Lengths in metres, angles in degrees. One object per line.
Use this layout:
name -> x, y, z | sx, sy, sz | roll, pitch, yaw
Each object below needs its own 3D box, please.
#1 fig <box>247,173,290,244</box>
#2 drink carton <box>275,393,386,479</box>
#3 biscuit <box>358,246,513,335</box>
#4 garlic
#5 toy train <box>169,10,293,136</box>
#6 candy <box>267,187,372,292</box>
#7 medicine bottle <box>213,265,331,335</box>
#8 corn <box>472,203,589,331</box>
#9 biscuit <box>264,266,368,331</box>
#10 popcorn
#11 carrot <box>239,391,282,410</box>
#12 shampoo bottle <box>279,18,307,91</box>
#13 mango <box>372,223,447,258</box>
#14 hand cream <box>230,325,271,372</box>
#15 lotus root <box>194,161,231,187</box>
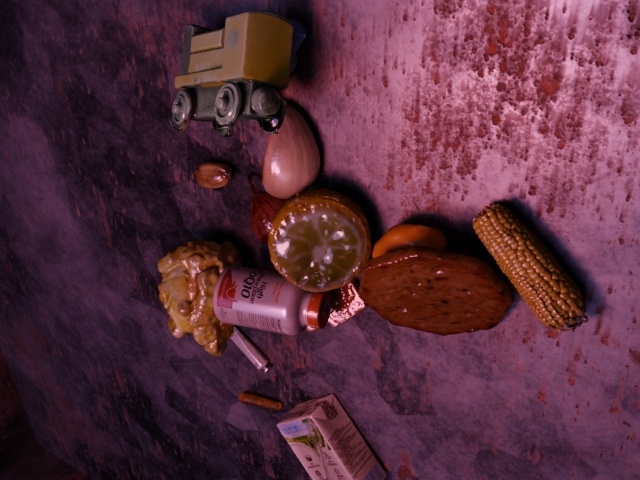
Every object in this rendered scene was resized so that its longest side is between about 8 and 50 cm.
fig -> -0.141, -0.095, 1.743 | 0.146, 0.133, 0.201 | -32, 88, 36
drink carton -> 0.037, 0.656, 2.091 | 0.194, 0.132, 0.325 | -28, 97, 45
biscuit -> 0.257, 0.121, 1.530 | 0.359, 0.046, 0.359 | 12, 147, 8
garlic -> -0.083, -0.208, 1.631 | 0.164, 0.145, 0.245 | -130, 36, -49
toy train -> -0.206, -0.364, 1.504 | 0.397, 0.160, 0.253 | 11, 97, 52
candy -> 0.000, 0.000, 1.631 | 0.259, 0.118, 0.260 | -1, 110, -2
medicine bottle -> -0.121, 0.159, 1.746 | 0.288, 0.157, 0.157 | 7, 123, 20
corn -> 0.440, 0.057, 1.402 | 0.318, 0.115, 0.115 | 54, 135, -1
biscuit -> -0.015, 0.138, 1.810 | 0.306, 0.043, 0.284 | 14, 104, 19
popcorn -> -0.342, 0.153, 1.952 | 0.279, 0.274, 0.335 | 34, 134, 18
carrot -> -0.203, 0.544, 2.266 | 0.170, 0.042, 0.042 | 4, 120, 36
shampoo bottle -> -0.108, -0.396, 1.542 | 0.258, 0.061, 0.104 | -50, 48, 45
mango -> 0.198, 0.032, 1.565 | 0.141, 0.102, 0.217 | 32, 153, -27
hand cream -> -0.233, 0.347, 2.165 | 0.194, 0.042, 0.067 | 46, 144, 11
lotus root -> -0.298, -0.179, 1.846 | 0.152, 0.063, 0.072 | 9, 85, 37
